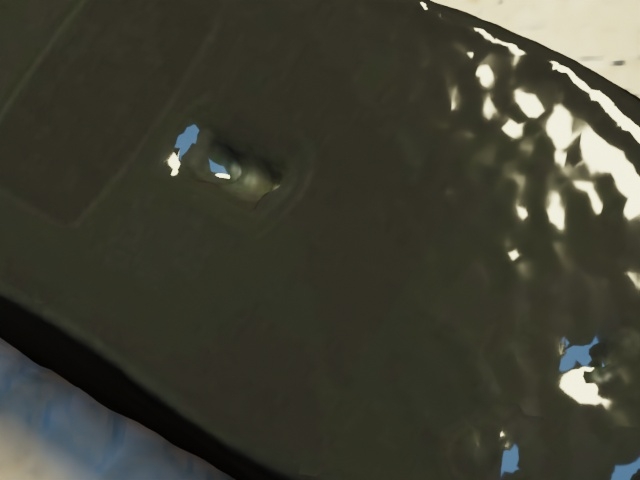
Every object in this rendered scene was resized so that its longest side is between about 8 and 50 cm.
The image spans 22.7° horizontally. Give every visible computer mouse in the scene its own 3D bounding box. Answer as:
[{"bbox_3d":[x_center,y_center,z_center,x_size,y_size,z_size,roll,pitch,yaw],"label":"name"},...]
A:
[{"bbox_3d":[0.000,0.000,0.428,0.270,0.086,0.137,28,79,30],"label":"computer mouse"}]
